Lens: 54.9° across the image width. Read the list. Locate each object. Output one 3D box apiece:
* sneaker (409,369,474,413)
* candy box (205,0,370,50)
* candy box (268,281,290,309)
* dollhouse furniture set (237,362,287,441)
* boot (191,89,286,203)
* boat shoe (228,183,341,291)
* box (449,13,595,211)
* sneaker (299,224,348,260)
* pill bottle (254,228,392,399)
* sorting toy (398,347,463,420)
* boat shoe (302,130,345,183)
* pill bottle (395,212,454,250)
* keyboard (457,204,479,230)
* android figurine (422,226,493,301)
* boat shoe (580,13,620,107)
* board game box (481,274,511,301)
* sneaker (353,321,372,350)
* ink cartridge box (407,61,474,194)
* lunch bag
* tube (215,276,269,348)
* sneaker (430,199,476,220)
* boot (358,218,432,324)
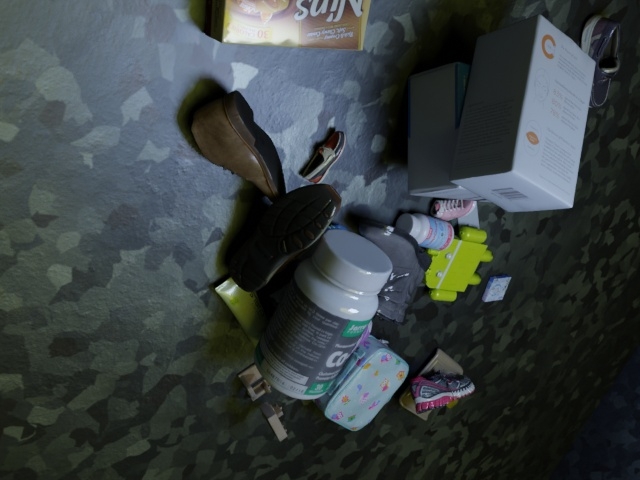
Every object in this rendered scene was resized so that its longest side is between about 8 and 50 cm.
[{"bbox_3d":[0.406,0.481,2.030,0.121,0.112,0.299,-30,161,36],"label":"sneaker"},{"bbox_3d":[-0.052,-0.463,1.158,0.316,0.087,0.183,-9,122,-33],"label":"candy box"},{"bbox_3d":[0.000,0.149,1.594,0.233,0.071,0.159,-34,132,-15],"label":"candy box"},{"bbox_3d":[-0.111,0.406,1.621,0.123,0.151,0.144,-32,134,-16],"label":"dollhouse furniture set"},{"bbox_3d":[-0.159,-0.175,1.280,0.115,0.112,0.305,-18,139,13],"label":"boot"},{"bbox_3d":[-0.075,-0.014,1.362,0.324,0.122,0.120,-40,173,29],"label":"boat shoe"},{"bbox_3d":[0.436,-0.259,1.321,0.215,0.168,0.345,22,76,-33],"label":"box"},{"bbox_3d":[0.000,0.000,1.503,0.240,0.126,0.091,35,122,-18],"label":"sneaker"},{"bbox_3d":[0.005,0.167,1.402,0.204,0.204,0.361,7,122,-38],"label":"pill bottle"},{"bbox_3d":[0.404,0.515,2.147,0.229,0.041,0.307,-52,134,-3],"label":"sorting toy"},{"bbox_3d":[0.009,-0.192,1.404,0.043,0.049,0.137,21,109,-40],"label":"boat shoe"},{"bbox_3d":[0.282,-0.026,1.677,0.160,0.087,0.087,12,109,-39],"label":"pill bottle"},{"bbox_3d":[0.443,-0.042,1.840,0.072,0.014,0.256,-29,130,-12],"label":"keyboard"},{"bbox_3d":[0.398,0.069,1.838,0.273,0.056,0.248,10,112,-38],"label":"android figurine"},{"bbox_3d":[0.801,-0.498,1.754,0.103,0.092,0.285,-31,131,-17],"label":"boat shoe"},{"bbox_3d":[0.591,0.160,2.067,0.090,0.020,0.090,-2,118,-35],"label":"board game box"},{"bbox_3d":[0.040,0.312,1.710,0.282,0.102,0.161,-44,166,20],"label":"sneaker"},{"bbox_3d":[0.408,-0.246,1.507,0.395,0.166,0.285,1,88,-37],"label":"ink cartridge box"},{"bbox_3d":[0.118,0.414,1.823,0.279,0.108,0.224,-50,131,0],"label":"lunch bag"},{"bbox_3d":[-0.174,0.176,1.497,0.062,0.070,0.240,-9,127,17],"label":"tube"},{"bbox_3d":[0.357,-0.090,1.679,0.070,0.134,0.051,14,68,-30],"label":"sneaker"},{"bbox_3d":[0.174,0.095,1.606,0.338,0.118,0.223,36,77,-46],"label":"boot"}]
